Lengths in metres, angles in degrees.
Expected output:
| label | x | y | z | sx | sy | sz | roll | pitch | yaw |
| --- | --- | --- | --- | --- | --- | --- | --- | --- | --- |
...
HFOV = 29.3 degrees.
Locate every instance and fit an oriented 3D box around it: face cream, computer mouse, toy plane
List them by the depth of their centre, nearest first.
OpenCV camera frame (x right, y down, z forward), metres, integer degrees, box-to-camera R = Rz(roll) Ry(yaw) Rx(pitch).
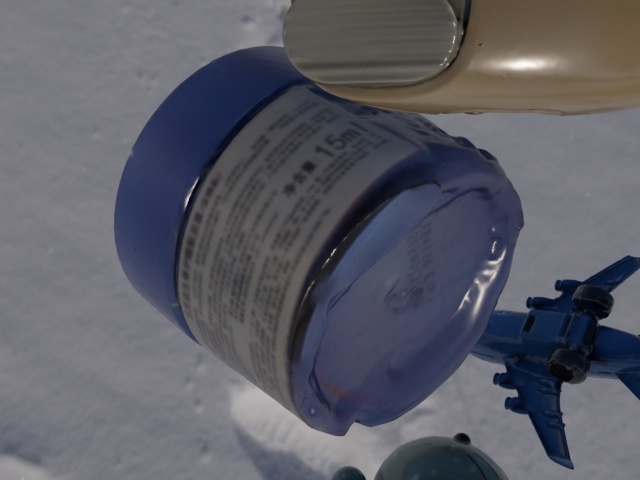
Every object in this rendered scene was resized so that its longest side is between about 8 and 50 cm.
| label | x | y | z | sx | sy | sz | roll | pitch | yaw |
| --- | --- | --- | --- | --- | --- | --- | --- | --- | --- |
| computer mouse | 0.097 | -0.136 | 0.623 | 0.236 | 0.082 | 0.145 | 2 | 91 | -6 |
| face cream | 0.000 | 0.000 | 0.953 | 0.249 | 0.249 | 0.225 | -15 | 37 | -40 |
| toy plane | 0.245 | 0.108 | 1.264 | 0.271 | 0.105 | 0.254 | 11 | 58 | 29 |

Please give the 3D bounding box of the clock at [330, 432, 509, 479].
| label | x | y | z | sx | sy | sz | roll | pitch | yaw |
| --- | --- | --- | --- | --- | --- | --- | --- | --- | --- |
| clock | 0.101 | 0.288 | 1.251 | 0.199 | 0.146 | 0.243 | 24 | 21 | 26 |
